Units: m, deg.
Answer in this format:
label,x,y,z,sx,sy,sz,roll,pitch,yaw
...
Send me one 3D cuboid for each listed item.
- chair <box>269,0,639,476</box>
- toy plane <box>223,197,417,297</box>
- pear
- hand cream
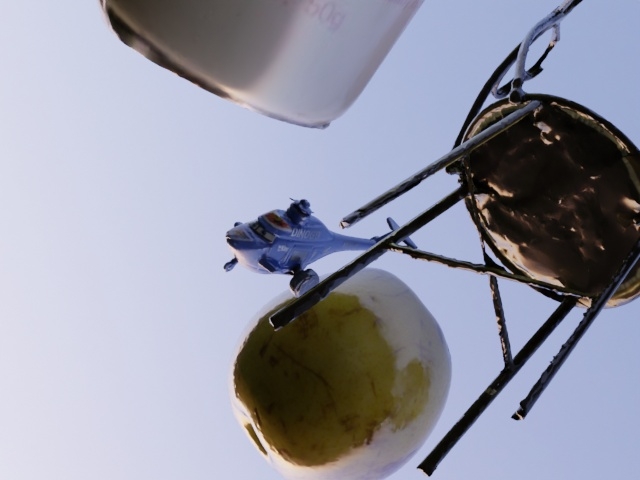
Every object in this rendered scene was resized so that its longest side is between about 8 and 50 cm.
label,x,y,z,sx,sy,sz,roll,pitch,yaw
chair,0.134,-0.030,0.612,0.170,0.325,0.160,46,-33,8
toy plane,0.000,0.000,0.695,0.054,0.167,0.062,49,-61,33
pear,0.025,0.170,1.241,0.280,0.280,0.281,-8,-103,42
hand cream,0.044,-0.207,0.362,0.359,0.185,0.118,-55,-133,21
